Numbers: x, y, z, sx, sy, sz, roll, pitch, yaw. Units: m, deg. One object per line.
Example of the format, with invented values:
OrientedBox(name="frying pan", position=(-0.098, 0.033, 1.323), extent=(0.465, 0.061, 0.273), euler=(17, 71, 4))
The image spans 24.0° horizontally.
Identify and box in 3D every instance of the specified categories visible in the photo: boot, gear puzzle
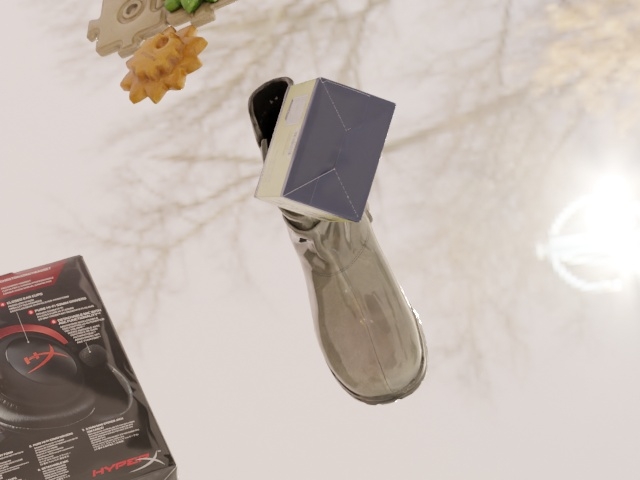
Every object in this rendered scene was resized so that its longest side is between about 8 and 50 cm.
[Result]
OrientedBox(name="boot", position=(0.000, 0.000, 1.177), extent=(0.161, 0.083, 0.246), euler=(55, -167, -52))
OrientedBox(name="gear puzzle", position=(-0.148, -0.254, 1.384), extent=(0.044, 0.175, 0.339), euler=(47, -147, -43))

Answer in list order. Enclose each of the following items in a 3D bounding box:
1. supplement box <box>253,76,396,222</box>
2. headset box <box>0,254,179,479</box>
OrientedBox(name="supplement box", position=(0.002, -0.059, 1.006), extent=(0.083, 0.056, 0.083), euler=(-175, 103, -74))
OrientedBox(name="headset box", position=(-0.268, 0.149, 1.291), extent=(0.110, 0.218, 0.293), euler=(91, 155, -45))
